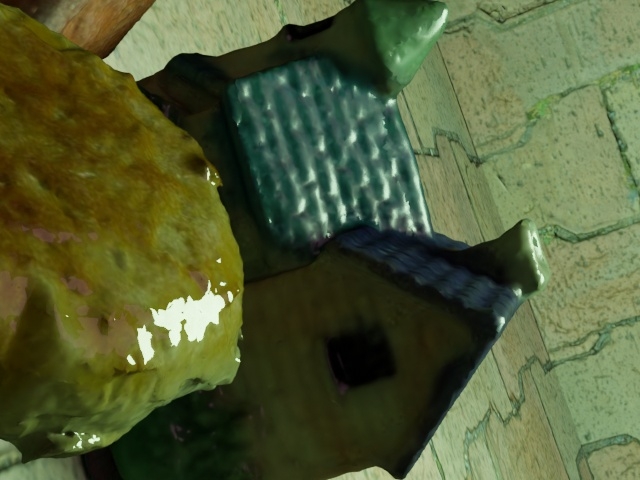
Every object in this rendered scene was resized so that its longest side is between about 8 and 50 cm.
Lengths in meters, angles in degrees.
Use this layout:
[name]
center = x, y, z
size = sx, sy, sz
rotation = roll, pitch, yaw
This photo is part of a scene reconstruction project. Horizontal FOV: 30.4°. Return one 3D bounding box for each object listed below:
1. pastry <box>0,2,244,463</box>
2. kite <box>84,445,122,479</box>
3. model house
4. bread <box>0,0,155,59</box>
[pastry]
center = -0.159, -0.010, 0.561
size = 0.236, 0.121, 0.257
rotation = 6, 47, -44
[kite]
center = -0.154, 0.006, 0.828
size = 0.204, 0.022, 0.360
rotation = -13, 85, -73
[model house]
center = 0.000, 0.000, 0.807
size = 0.245, 0.280, 0.312
rotation = -13, 87, -73
[bread]
center = -0.183, -0.219, 0.805
size = 0.190, 0.123, 0.244
rotation = 53, 13, -3
